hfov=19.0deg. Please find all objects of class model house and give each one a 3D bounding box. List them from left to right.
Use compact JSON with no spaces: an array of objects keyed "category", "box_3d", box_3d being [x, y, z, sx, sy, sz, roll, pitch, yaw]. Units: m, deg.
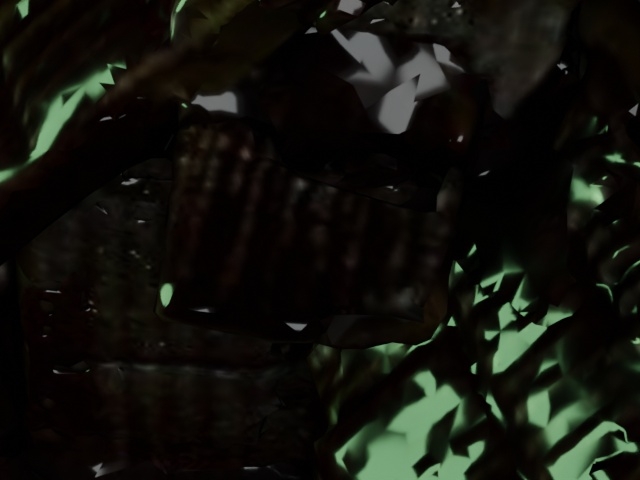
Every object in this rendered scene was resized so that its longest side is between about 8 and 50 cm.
[{"category":"model house","box_3d":[0.000,0.000,0.440,0.297,0.317,0.283,-3,138,-16]}]
